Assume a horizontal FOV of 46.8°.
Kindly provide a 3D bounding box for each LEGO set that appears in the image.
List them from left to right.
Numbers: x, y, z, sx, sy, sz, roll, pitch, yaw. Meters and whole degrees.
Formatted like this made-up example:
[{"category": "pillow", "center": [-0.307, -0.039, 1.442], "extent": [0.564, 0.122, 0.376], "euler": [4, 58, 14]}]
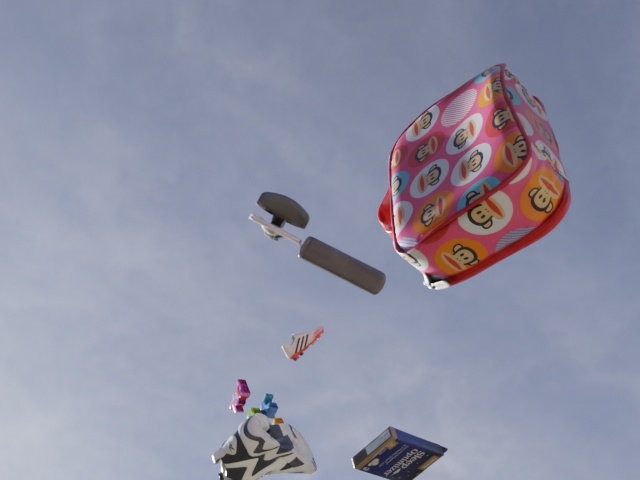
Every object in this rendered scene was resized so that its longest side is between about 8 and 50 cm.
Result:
[{"category": "LEGO set", "center": [-0.132, 0.421, 1.635], "extent": [0.087, 0.227, 0.093], "euler": [14, -66, -30]}]

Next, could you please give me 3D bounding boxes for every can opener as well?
[{"category": "can opener", "center": [0.000, 0.000, 1.364], "extent": [0.283, 0.076, 0.095], "euler": [26, -93, 6]}]

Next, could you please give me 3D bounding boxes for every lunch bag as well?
[{"category": "lunch bag", "center": [0.184, -0.082, 0.989], "extent": [0.258, 0.293, 0.120], "euler": [-35, -61, 29]}]

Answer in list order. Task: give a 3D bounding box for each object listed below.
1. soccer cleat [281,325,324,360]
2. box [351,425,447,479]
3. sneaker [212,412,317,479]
[{"category": "soccer cleat", "center": [-0.027, 0.158, 1.183], "extent": [0.035, 0.083, 0.029], "euler": [48, -31, 4]}, {"category": "box", "center": [0.201, 0.528, 1.791], "extent": [0.225, 0.036, 0.136], "euler": [28, -63, -36]}, {"category": "sneaker", "center": [-0.118, 0.431, 1.443], "extent": [0.153, 0.094, 0.235], "euler": [-35, -36, 11]}]
